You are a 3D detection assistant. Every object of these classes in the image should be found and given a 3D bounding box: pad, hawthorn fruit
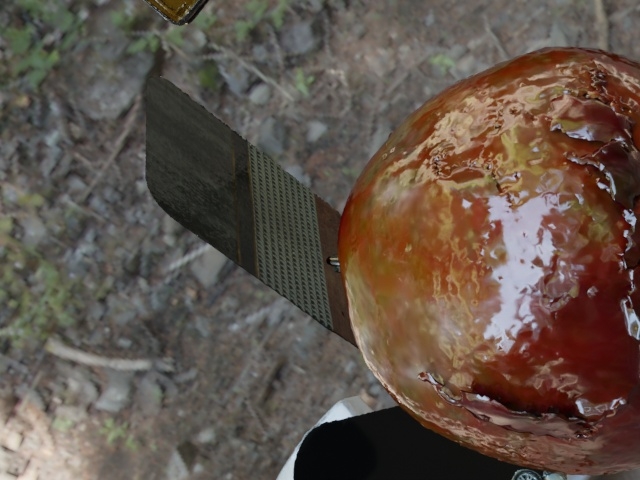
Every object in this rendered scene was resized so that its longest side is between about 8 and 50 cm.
[{"bbox_3d":[-0.016,0.018,0.838,0.055,0.250,0.323,-47,34,8],"label":"pad"},{"bbox_3d":[0.165,0.007,0.782,0.316,0.316,0.315,-21,51,29],"label":"hawthorn fruit"},{"bbox_3d":[0.094,0.303,1.150,0.063,0.375,0.314,4,96,48],"label":"pad"}]

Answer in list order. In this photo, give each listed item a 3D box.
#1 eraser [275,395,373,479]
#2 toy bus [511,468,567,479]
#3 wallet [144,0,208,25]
[{"bbox_3d":[0.077,0.348,1.440,0.270,0.095,0.174,45,114,27],"label":"eraser"},{"bbox_3d":[0.146,0.272,0.998,0.194,0.087,0.089,-23,55,-14],"label":"toy bus"},{"bbox_3d":[-0.145,-0.305,1.003,0.161,0.195,0.042,-51,15,-1],"label":"wallet"}]
